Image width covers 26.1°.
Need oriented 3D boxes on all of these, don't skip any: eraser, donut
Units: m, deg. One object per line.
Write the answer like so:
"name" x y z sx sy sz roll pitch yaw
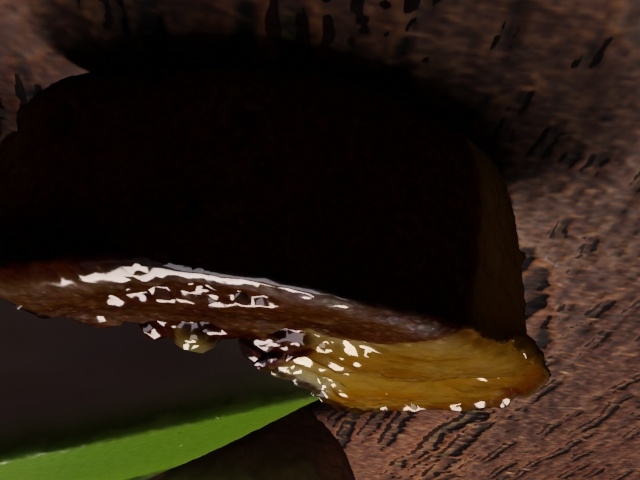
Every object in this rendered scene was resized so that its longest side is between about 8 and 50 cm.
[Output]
"eraser" -0.138 0.073 0.653 0.210 0.092 0.274 -8 169 -24
"donut" 0.001 0.001 0.475 0.141 0.085 0.217 -7 158 35

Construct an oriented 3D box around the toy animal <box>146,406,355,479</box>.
"toy animal" -0.082 0.207 0.899 0.188 0.226 0.358 15 161 -25
